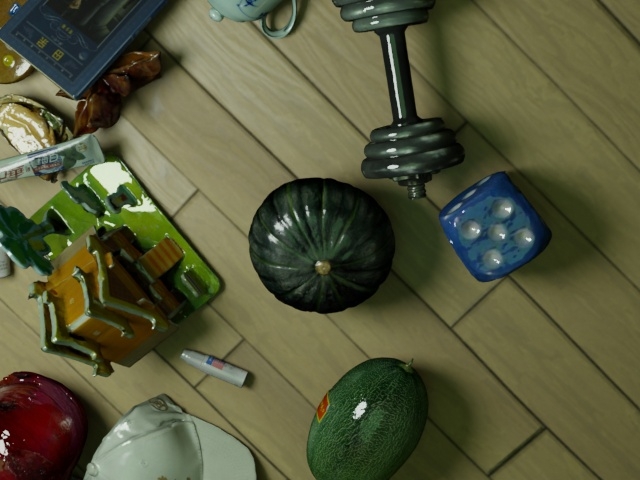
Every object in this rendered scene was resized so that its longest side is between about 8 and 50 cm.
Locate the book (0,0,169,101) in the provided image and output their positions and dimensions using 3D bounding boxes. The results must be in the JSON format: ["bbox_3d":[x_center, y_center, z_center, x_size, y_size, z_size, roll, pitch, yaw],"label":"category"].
[{"bbox_3d":[-0.390,-0.388,1.558,0.191,0.025,0.269,39,82,13],"label":"book"}]

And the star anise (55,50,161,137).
[{"bbox_3d":[-0.372,-0.268,1.601,0.212,0.111,0.196,12,70,25],"label":"star anise"}]

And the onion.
[{"bbox_3d":[-0.549,0.376,1.675,0.276,0.276,0.276,1,101,7],"label":"onion"}]

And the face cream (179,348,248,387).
[{"bbox_3d":[-0.200,0.235,1.721,0.130,0.034,0.034,22,103,3],"label":"face cream"}]

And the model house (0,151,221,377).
[{"bbox_3d":[-0.385,0.042,1.568,0.242,0.313,0.357,-36,94,10],"label":"model house"}]

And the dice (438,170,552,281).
[{"bbox_3d":[0.291,-0.023,1.551,0.146,0.146,0.143,-36,97,12],"label":"dice"}]

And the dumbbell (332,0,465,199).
[{"bbox_3d":[0.128,-0.268,1.507,0.179,0.179,0.406,-8,100,9],"label":"dumbbell"}]

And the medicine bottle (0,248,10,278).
[{"bbox_3d":[-0.606,0.024,1.720,0.052,0.052,0.089,2,101,7],"label":"medicine bottle"}]

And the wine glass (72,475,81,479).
[{"bbox_3d":[-0.509,0.557,1.742,0.165,0.196,0.165,2,103,7],"label":"wine glass"}]

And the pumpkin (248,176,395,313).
[{"bbox_3d":[0.000,0.000,1.568,0.250,0.216,0.250,-4,133,-4],"label":"pumpkin"}]

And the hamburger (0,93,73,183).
[{"bbox_3d":[-0.500,-0.197,1.650,0.102,0.087,0.176,-38,98,3],"label":"hamburger"}]

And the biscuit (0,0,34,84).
[{"bbox_3d":[-0.524,-0.380,1.621,0.180,0.039,0.236,41,100,10],"label":"biscuit"}]

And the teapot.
[{"bbox_3d":[-0.134,-0.421,1.533,0.232,0.159,0.159,28,105,-28],"label":"teapot"}]

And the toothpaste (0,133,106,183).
[{"bbox_3d":[-0.492,-0.134,1.601,0.233,0.038,0.060,-14,124,0],"label":"toothpaste"}]

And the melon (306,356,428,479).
[{"bbox_3d":[0.088,0.320,1.627,0.182,0.182,0.287,35,105,-1],"label":"melon"}]

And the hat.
[{"bbox_3d":[-0.273,0.457,1.706,0.301,0.168,0.258,23,104,2],"label":"hat"}]
